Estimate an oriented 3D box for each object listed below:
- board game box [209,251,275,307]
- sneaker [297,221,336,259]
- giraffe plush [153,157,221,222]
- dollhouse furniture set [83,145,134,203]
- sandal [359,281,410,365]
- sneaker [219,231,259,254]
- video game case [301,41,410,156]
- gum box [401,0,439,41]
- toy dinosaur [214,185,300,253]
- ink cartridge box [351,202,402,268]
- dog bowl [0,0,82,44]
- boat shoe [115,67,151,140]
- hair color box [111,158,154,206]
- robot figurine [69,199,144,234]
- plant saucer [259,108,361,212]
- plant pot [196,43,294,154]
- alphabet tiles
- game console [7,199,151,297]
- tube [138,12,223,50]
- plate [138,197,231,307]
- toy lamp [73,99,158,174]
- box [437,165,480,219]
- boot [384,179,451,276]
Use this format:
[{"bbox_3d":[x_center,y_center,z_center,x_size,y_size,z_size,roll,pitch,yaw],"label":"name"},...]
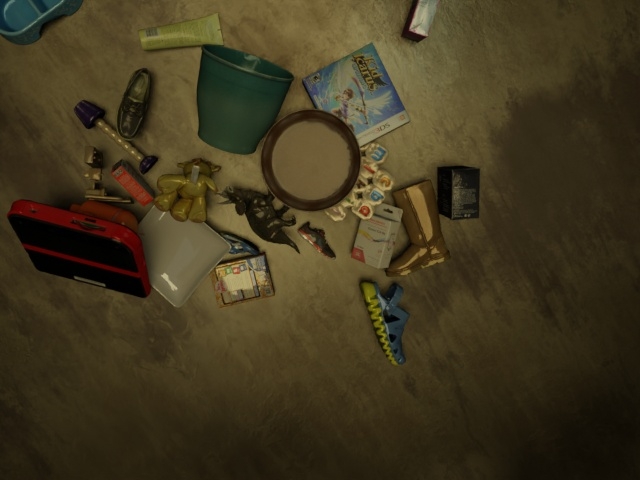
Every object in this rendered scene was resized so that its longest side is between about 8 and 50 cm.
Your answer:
[{"bbox_3d":[-0.261,0.131,1.789,0.193,0.045,0.147,-12,102,-1],"label":"board game box"},{"bbox_3d":[0.000,0.000,1.774,0.158,0.061,0.065,41,90,-11],"label":"sneaker"},{"bbox_3d":[-0.397,-0.180,1.664,0.181,0.170,0.210,30,119,-17],"label":"giraffe plush"},{"bbox_3d":[-0.647,-0.197,1.661,0.123,0.144,0.151,3,87,-9],"label":"dollhouse furniture set"},{"bbox_3d":[0.241,0.272,1.816,0.138,0.126,0.317,-19,104,-4],"label":"sandal"},{"bbox_3d":[-0.269,0.021,1.764,0.144,0.053,0.059,24,99,0],"label":"sneaker"},{"bbox_3d":[0.110,-0.433,1.675,0.244,0.061,0.269,-28,95,1],"label":"video game case"},{"bbox_3d":[0.312,-0.706,1.623,0.062,0.107,0.188,17,100,-7],"label":"gum box"},{"bbox_3d":[-0.176,-0.078,1.733,0.160,0.121,0.313,-33,107,16],"label":"toy dinosaur"},{"bbox_3d":[0.183,-0.021,1.747,0.115,0.067,0.198,21,102,35],"label":"ink cartridge box"},{"bbox_3d":[-0.837,-0.700,1.566,0.297,0.074,0.166,-34,101,3],"label":"dog bowl"},{"bbox_3d":[-0.559,-0.413,1.614,0.080,0.073,0.224,16,82,-21],"label":"boat shoe"},{"bbox_3d":[-0.580,-0.179,1.670,0.043,0.072,0.141,-36,121,4],"label":"hair color box"},{"bbox_3d":[-0.654,-0.047,1.640,0.219,0.128,0.158,16,140,3],"label":"robot figurine"},{"bbox_3d":[-0.029,-0.242,1.649,0.310,0.050,0.311,1,97,6],"label":"plant saucer"},{"bbox_3d":[-0.245,-0.402,1.583,0.271,0.272,0.255,19,114,-7],"label":"plant pot"},{"bbox_3d":[0.086,-0.207,1.727,0.278,0.021,0.284,36,90,3],"label":"alphabet tiles"},{"bbox_3d":[-0.712,0.033,1.620,0.386,0.342,0.060,15,56,2],"label":"game console"},{"bbox_3d":[-0.419,-0.617,1.623,0.240,0.062,0.070,-12,146,-6],"label":"tube"},{"bbox_3d":[-0.470,0.029,1.740,0.277,0.045,0.278,41,96,-2],"label":"plate"},{"bbox_3d":[-0.630,-0.319,1.656,0.274,0.080,0.080,41,96,-10],"label":"toy lamp"},{"bbox_3d":[0.437,-0.155,1.719,0.093,0.156,0.158,-4,102,-4],"label":"box"},{"bbox_3d":[0.288,-0.037,1.776,0.236,0.089,0.270,-20,98,0],"label":"boot"}]
